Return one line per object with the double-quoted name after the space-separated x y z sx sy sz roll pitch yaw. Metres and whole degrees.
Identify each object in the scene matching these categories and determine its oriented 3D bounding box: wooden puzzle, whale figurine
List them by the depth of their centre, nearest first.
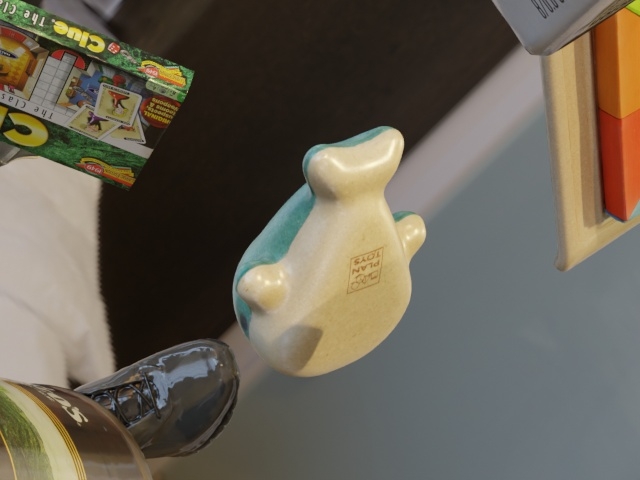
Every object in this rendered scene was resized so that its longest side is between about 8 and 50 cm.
0.222 -0.109 0.782 0.044 0.221 0.239 42 -26 40 "wooden puzzle"
0.000 0.000 1.281 0.216 0.272 0.141 -19 46 -30 "whale figurine"

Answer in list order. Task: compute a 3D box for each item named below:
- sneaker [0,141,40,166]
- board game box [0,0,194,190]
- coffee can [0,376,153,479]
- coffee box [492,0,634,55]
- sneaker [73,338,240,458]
-0.304 -0.166 1.235 0.163 0.086 0.226 43 39 -40 "sneaker"
-0.235 -0.124 0.966 0.259 0.136 0.030 21 56 -15 "board game box"
-0.243 0.177 0.836 0.201 0.201 0.275 52 4 18 "coffee can"
0.083 -0.167 0.217 0.168 0.119 0.297 56 -15 1 "coffee box"
-0.207 0.182 1.335 0.130 0.286 0.109 14 49 -62 "sneaker"
